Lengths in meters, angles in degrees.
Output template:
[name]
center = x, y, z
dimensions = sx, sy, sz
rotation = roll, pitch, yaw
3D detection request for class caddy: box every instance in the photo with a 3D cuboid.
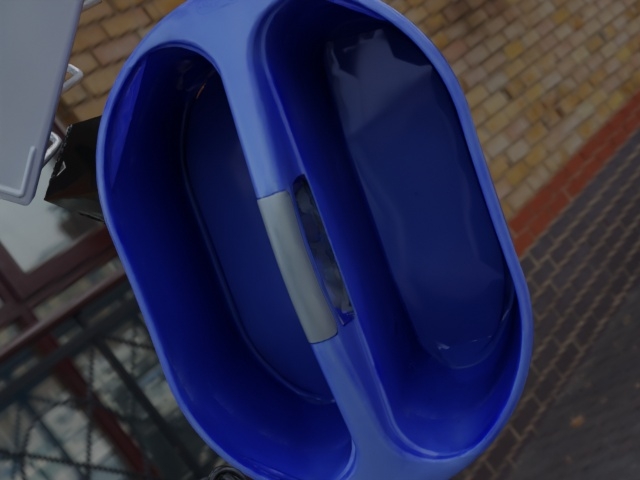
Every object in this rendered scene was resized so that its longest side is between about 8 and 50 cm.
[caddy]
center = 0.000, 0.000, 0.719
dimensions = 0.241, 0.341, 0.179
rotation = -18, 8, 14

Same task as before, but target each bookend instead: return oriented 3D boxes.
[bookend]
center = -0.125, -0.043, 0.925
dimensions = 0.157, 0.156, 0.072
rotation = -2, 69, 58

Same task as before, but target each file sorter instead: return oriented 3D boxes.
[file sorter]
center = -0.261, -0.201, 0.827
dimensions = 0.173, 0.193, 0.277
rotation = -93, 21, -73

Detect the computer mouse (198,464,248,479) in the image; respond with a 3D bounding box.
[computer mouse]
center = -0.069, 0.171, 0.485
dimensions = 0.042, 0.106, 0.193
rotation = -47, -16, 27
